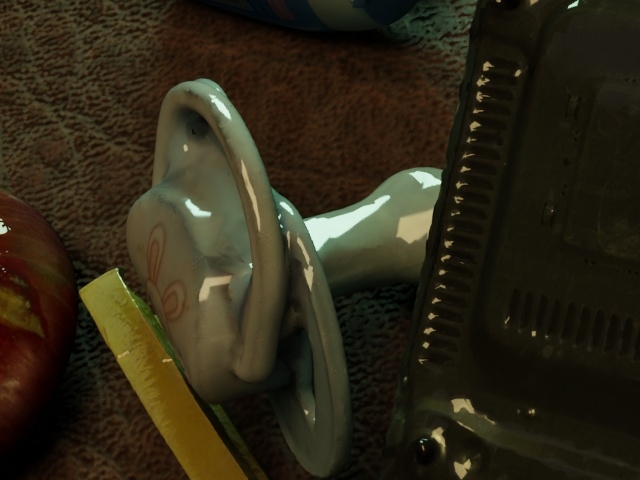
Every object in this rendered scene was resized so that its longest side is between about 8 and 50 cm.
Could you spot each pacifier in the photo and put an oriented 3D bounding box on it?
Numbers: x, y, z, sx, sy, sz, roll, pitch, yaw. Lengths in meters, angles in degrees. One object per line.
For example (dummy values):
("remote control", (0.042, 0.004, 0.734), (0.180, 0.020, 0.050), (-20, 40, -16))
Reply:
("pacifier", (0.000, 0.000, 1.165), (0.226, 0.238, 0.287), (-15, 41, -20))

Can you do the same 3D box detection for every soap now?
("soap", (-0.075, 0.125, 1.184), (0.037, 0.092, 0.252), (-37, 53, 2))

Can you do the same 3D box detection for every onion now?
("onion", (-0.286, 0.063, 1.297), (0.248, 0.161, 0.248), (-14, 69, 40))

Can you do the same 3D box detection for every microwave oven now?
("microwave oven", (0.198, 0.010, 0.960), (0.286, 0.218, 0.355), (15, 95, 31))

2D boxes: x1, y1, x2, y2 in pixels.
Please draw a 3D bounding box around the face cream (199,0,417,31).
("face cream", (-0.037, -0.221, 1.326), (0.264, 0.149, 0.083), (20, 52, 34))
